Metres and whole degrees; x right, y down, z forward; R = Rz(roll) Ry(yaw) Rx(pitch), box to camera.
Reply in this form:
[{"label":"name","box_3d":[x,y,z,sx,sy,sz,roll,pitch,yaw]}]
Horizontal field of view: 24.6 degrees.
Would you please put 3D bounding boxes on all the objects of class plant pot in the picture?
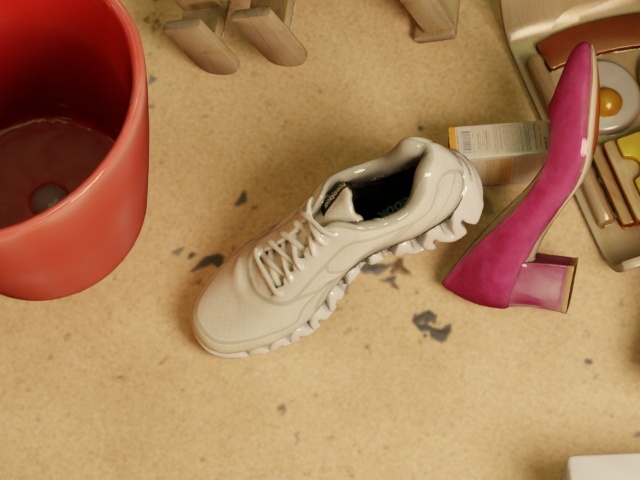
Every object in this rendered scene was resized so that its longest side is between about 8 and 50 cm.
[{"label":"plant pot","box_3d":[-0.267,-0.076,1.287,0.274,0.243,0.275,-2,67,4]}]

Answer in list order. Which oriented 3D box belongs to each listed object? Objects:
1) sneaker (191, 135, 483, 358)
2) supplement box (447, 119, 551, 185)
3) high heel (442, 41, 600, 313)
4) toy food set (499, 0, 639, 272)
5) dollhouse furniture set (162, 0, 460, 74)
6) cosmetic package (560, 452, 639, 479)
[{"label":"sneaker","box_3d":[0.000,0.000,1.287,0.292,0.118,0.110,-34,70,9]},{"label":"supplement box","box_3d":[0.168,-0.080,1.355,0.098,0.062,0.036,-4,66,2]},{"label":"high heel","box_3d":[0.179,-0.058,1.295,0.117,0.082,0.244,10,106,14]},{"label":"toy food set","box_3d":[0.321,-0.135,1.350,0.219,0.092,0.306,-18,68,-4]},{"label":"dollhouse furniture set","box_3d":[-0.002,-0.268,1.428,0.242,0.161,0.212,-3,66,27]},{"label":"cosmetic package","box_3d":[0.392,0.311,1.163,0.377,0.097,0.284,-3,66,4]}]
